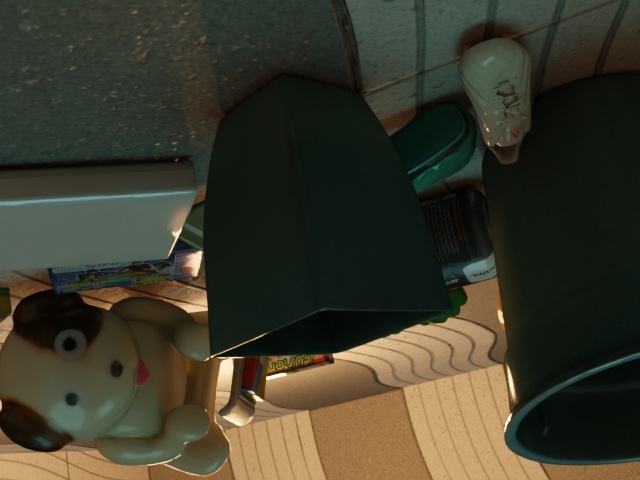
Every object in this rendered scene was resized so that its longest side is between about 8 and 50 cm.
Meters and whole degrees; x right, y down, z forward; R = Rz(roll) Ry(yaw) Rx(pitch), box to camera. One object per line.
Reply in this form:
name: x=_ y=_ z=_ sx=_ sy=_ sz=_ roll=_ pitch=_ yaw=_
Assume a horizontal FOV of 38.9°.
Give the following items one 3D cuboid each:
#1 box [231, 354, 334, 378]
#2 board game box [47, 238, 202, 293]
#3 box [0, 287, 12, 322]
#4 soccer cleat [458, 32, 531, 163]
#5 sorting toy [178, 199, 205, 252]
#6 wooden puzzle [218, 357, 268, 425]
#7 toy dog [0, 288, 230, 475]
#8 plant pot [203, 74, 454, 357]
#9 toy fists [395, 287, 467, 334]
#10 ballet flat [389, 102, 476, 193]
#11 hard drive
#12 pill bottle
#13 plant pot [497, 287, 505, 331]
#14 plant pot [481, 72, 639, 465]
box: x=-0.081 y=0.215 z=1.831 sx=0.206 sy=0.114 sz=0.036 roll=-16 pitch=163 yaw=17
board game box: x=-0.263 y=0.028 z=1.226 sx=0.201 sy=0.035 sz=0.136 roll=-7 pitch=163 yaw=-14
box: x=-0.543 y=0.102 z=1.285 sx=0.179 sy=0.043 sz=0.105 roll=-1 pitch=162 yaw=-37
soccer cleat: x=0.178 y=-0.135 z=0.884 sx=0.068 sy=0.076 sz=0.196 roll=-14 pitch=163 yaw=12
sorting toy: x=0.000 y=0.000 z=1.145 sx=0.229 sy=0.041 sz=0.307 roll=-27 pitch=136 yaw=37
wooden puzzle: x=-0.110 y=0.182 z=1.501 sx=0.044 sy=0.239 sz=0.221 roll=9 pitch=165 yaw=6
toy dog: x=-0.334 y=0.200 z=1.418 sx=0.395 sy=0.285 sz=0.408 roll=12 pitch=171 yaw=14
plant pot: x=-0.009 y=-0.024 z=0.858 sx=0.165 sy=0.234 sz=0.165 roll=4 pitch=159 yaw=-42
toy fists: x=0.139 y=0.122 z=1.702 sx=0.279 sy=0.096 sz=0.142 roll=-21 pitch=151 yaw=35
ballet flat: x=0.065 y=-0.061 z=0.990 sx=0.247 sy=0.083 sz=0.087 roll=-29 pitch=154 yaw=14
hard drive: x=-0.332 y=-0.018 z=1.008 sx=0.352 sy=0.047 sz=0.233 roll=-4 pitch=162 yaw=-20
pill bottle: x=0.167 y=0.006 z=1.258 sx=0.245 sy=0.131 sz=0.130 roll=-17 pitch=163 yaw=20
plant pot: x=0.480 y=0.122 z=1.738 sx=0.254 sy=0.237 sz=0.237 roll=-5 pitch=170 yaw=35
plant pot: x=0.330 y=0.026 z=0.977 sx=0.340 sy=0.334 sz=0.341 roll=-6 pitch=147 yaw=-4
